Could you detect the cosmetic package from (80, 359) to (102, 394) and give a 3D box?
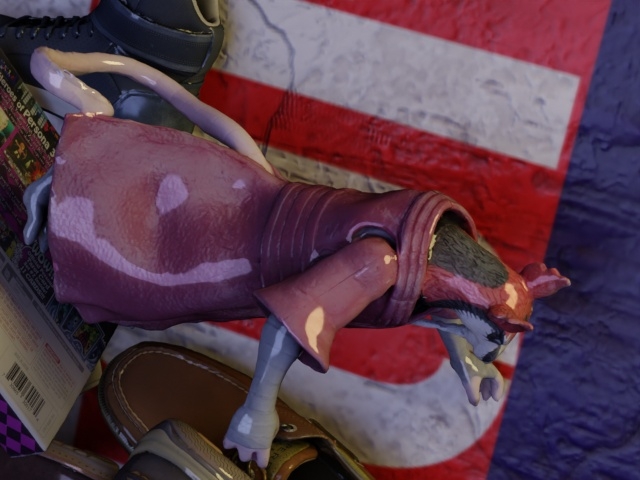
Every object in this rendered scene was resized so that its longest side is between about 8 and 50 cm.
[{"bbox_3d":[-0.343,0.070,1.401,0.296,0.129,0.153,-7,97,24],"label":"cosmetic package"}]

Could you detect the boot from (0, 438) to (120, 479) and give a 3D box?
[{"bbox_3d":[-0.266,0.249,1.331,0.248,0.090,0.207,-1,68,40],"label":"boot"}]

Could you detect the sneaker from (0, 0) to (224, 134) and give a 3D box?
[{"bbox_3d":[-0.179,-0.172,1.307,0.226,0.086,0.163,25,119,7],"label":"sneaker"}]

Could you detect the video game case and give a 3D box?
[{"bbox_3d":[-0.231,0.003,1.253,0.042,0.210,0.232,-14,123,30],"label":"video game case"}]

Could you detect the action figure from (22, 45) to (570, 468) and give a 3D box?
[{"bbox_3d":[0.000,0.000,1.193,0.370,0.248,0.276,3,99,30],"label":"action figure"}]

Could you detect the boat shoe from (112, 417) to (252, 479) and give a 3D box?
[{"bbox_3d":[-0.143,0.271,1.285,0.132,0.130,0.355,35,141,20],"label":"boat shoe"}]

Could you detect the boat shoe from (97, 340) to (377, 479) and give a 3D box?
[{"bbox_3d":[-0.031,0.168,1.282,0.307,0.104,0.111,34,69,5],"label":"boat shoe"}]
